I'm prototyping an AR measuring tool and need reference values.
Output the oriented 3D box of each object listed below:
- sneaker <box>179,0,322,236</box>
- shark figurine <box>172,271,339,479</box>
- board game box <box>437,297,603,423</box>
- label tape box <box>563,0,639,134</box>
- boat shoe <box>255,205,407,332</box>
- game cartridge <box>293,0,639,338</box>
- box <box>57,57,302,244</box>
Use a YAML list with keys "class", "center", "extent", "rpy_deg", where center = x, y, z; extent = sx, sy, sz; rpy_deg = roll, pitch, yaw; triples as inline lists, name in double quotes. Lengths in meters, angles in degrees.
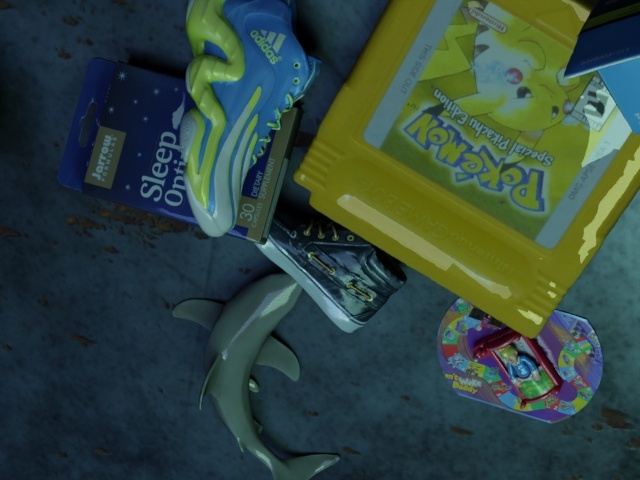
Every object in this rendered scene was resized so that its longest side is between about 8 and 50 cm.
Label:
- class: "sneaker"
  center: [-0.062, -0.124, 1.577]
  extent: [0.126, 0.091, 0.240]
  rpy_deg: [-1, 91, 8]
- class: "shark figurine"
  center: [-0.087, 0.166, 1.773]
  extent: [0.166, 0.116, 0.278]
  rpy_deg: [2, 117, 20]
- class: "board game box"
  center: [0.194, 0.124, 1.693]
  extent: [0.168, 0.033, 0.133]
  rpy_deg: [17, 122, 11]
- class: "label tape box"
  center: [0.344, -0.175, 1.282]
  extent: [0.249, 0.348, 0.115]
  rpy_deg: [-14, 112, 26]
- class: "boat shoe"
  center: [0.000, 0.000, 1.683]
  extent: [0.183, 0.065, 0.083]
  rpy_deg: [45, 109, -6]
- class: "game cartridge"
  center: [0.158, -0.099, 1.566]
  extent: [0.285, 0.053, 0.324]
  rpy_deg: [31, 120, 2]
- class: "box"
  center: [-0.143, -0.090, 1.658]
  extent: [0.225, 0.036, 0.136]
  rpy_deg: [15, 90, 12]
